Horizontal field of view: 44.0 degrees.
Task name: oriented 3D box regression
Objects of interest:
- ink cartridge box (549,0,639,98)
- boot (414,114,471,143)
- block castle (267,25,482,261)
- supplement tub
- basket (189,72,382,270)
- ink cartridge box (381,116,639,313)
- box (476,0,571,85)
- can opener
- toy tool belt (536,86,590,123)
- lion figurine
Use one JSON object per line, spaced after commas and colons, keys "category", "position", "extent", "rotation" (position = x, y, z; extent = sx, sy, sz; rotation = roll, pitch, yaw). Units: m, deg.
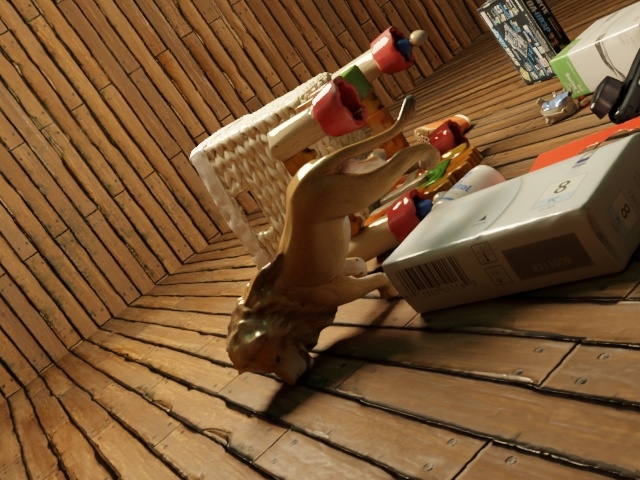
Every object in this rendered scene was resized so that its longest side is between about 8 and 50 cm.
{"category": "ink cartridge box", "position": [0.544, -0.350, 1.398], "extent": [0.160, 0.093, 0.219], "rotation": [-40, 12, -22]}
{"category": "boot", "position": [0.291, -0.261, 1.890], "extent": [0.084, 0.059, 0.158], "rotation": [-36, 19, -23]}
{"category": "block castle", "position": [0.125, -0.181, 1.386], "extent": [0.212, 0.303, 0.453], "rotation": [-28, 14, 28]}
{"category": "supplement tub", "position": [0.221, -0.055, 1.171], "extent": [0.107, 0.071, 0.071], "rotation": [-42, 13, -29]}
{"category": "basket", "position": [-0.040, -0.135, 1.644], "extent": [0.266, 0.328, 0.331], "rotation": [-27, 12, 18]}
{"category": "ink cartridge box", "position": [0.292, -0.078, 0.984], "extent": [0.308, 0.091, 0.385], "rotation": [-22, 21, 53]}
{"category": "box", "position": [0.463, -0.458, 1.767], "extent": [0.051, 0.220, 0.175], "rotation": [-40, 11, -11]}
{"category": "can opener", "position": [0.469, -0.244, 1.167], "extent": [0.186, 0.073, 0.059], "rotation": [-54, 13, -16]}
{"category": "toy tool belt", "position": [0.430, -0.246, 1.408], "extent": [0.083, 0.051, 0.052], "rotation": [-26, 14, 36]}
{"category": "lion figurine", "position": [0.000, 0.000, 1.046], "extent": [0.240, 0.393, 0.142], "rotation": [-9, 31, -32]}
